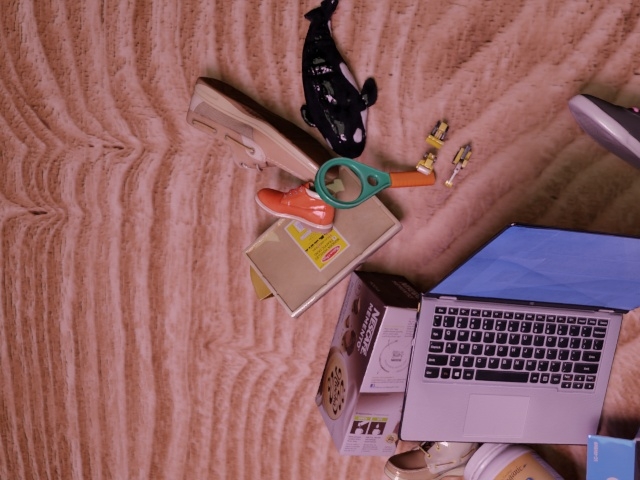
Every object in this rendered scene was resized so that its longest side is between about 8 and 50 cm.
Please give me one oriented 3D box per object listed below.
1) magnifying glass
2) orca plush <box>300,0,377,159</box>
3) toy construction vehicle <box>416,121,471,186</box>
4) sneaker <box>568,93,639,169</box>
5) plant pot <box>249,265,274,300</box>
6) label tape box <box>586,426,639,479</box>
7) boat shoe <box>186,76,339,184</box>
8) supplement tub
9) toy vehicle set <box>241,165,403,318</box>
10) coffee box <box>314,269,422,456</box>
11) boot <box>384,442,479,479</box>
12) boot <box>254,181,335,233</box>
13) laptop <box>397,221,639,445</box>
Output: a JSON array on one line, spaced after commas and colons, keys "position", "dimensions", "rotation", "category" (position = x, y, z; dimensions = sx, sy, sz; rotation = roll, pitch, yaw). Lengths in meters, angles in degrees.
[{"position": [0.100, -0.106, 0.902], "dimensions": [0.231, 0.026, 0.092], "rotation": [-5, 75, -22], "category": "magnifying glass"}, {"position": [0.022, -0.291, 0.920], "dimensions": [0.151, 0.102, 0.287], "rotation": [3, 101, 16], "category": "orca plush"}, {"position": [0.224, -0.156, 0.910], "dimensions": [0.086, 0.035, 0.098], "rotation": [32, 87, 1], "category": "toy construction vehicle"}, {"position": [0.545, -0.182, 0.792], "dimensions": [0.296, 0.104, 0.147], "rotation": [33, 106, 2], "category": "sneaker"}, {"position": [-0.097, 0.064, 1.040], "dimensions": [0.081, 0.081, 0.083], "rotation": [-35, 79, 19], "category": "plant pot"}, {"position": [0.642, 0.438, 0.876], "dimensions": [0.348, 0.115, 0.249], "rotation": [-1, 100, 19], "category": "label tape box"}, {"position": [-0.116, -0.189, 0.980], "dimensions": [0.341, 0.122, 0.110], "rotation": [37, 113, 18], "category": "boat shoe"}, {"position": [0.370, 0.462, 0.902], "dimensions": [0.200, 0.144, 0.144], "rotation": [43, 115, 47], "category": "supplement tub"}, {"position": [0.000, 0.000, 0.962], "dimensions": [0.267, 0.035, 0.166], "rotation": [-40, 73, 4], "category": "toy vehicle set"}, {"position": [0.099, 0.224, 0.948], "dimensions": [0.119, 0.168, 0.297], "rotation": [10, 106, -20], "category": "coffee box"}, {"position": [0.223, 0.368, 0.962], "dimensions": [0.213, 0.077, 0.165], "rotation": [2, 102, -25], "category": "boot"}, {"position": [-0.044, -0.078, 0.920], "dimensions": [0.158, 0.059, 0.084], "rotation": [19, 126, 12], "category": "boot"}, {"position": [0.359, 0.176, 0.766], "dimensions": [0.382, 0.236, 0.407], "rotation": [6, 98, -11], "category": "laptop"}]
